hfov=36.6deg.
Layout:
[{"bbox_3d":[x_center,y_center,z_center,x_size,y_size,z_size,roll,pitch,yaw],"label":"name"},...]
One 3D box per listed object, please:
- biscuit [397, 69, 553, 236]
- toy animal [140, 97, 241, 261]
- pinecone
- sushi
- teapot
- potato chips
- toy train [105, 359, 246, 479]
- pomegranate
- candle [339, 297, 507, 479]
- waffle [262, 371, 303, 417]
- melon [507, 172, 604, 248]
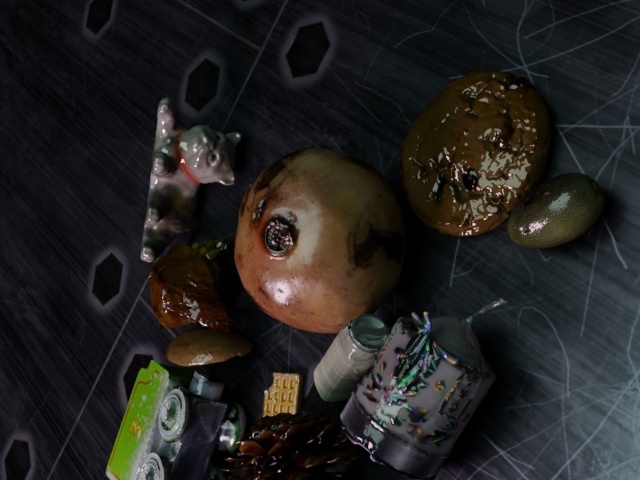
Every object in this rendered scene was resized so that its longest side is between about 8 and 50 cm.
[{"bbox_3d":[0.250,-0.149,1.617,0.295,0.075,0.296,-14,69,40],"label":"biscuit"},{"bbox_3d":[-0.284,-0.103,2.067,0.266,0.188,0.308,135,139,-62],"label":"toy animal"},{"bbox_3d":[-0.032,0.428,1.617,0.246,0.246,0.292,-26,78,36],"label":"pinecone"},{"bbox_3d":[-0.262,0.091,1.979,0.296,0.179,0.167,-171,72,-72],"label":"sushi"},{"bbox_3d":[0.068,0.200,1.652,0.200,0.107,0.077,118,143,-52],"label":"teapot"},{"bbox_3d":[-0.229,0.203,1.924,0.201,0.150,0.049,5,108,58],"label":"potato chips"},{"bbox_3d":[-0.287,0.392,1.917,0.248,0.173,0.307,23,95,53],"label":"toy train"},{"bbox_3d":[0.000,0.000,1.677,0.322,0.322,0.322,-14,69,40],"label":"pomegranate"},{"bbox_3d":[0.176,0.207,1.513,0.187,0.187,0.330,40,105,42],"label":"candle"},{"bbox_3d":[-0.074,0.316,1.829,0.092,0.021,0.135,-5,75,43],"label":"waffle"},{"bbox_3d":[0.355,-0.041,1.471,0.162,0.099,0.099,-35,56,38],"label":"melon"}]
